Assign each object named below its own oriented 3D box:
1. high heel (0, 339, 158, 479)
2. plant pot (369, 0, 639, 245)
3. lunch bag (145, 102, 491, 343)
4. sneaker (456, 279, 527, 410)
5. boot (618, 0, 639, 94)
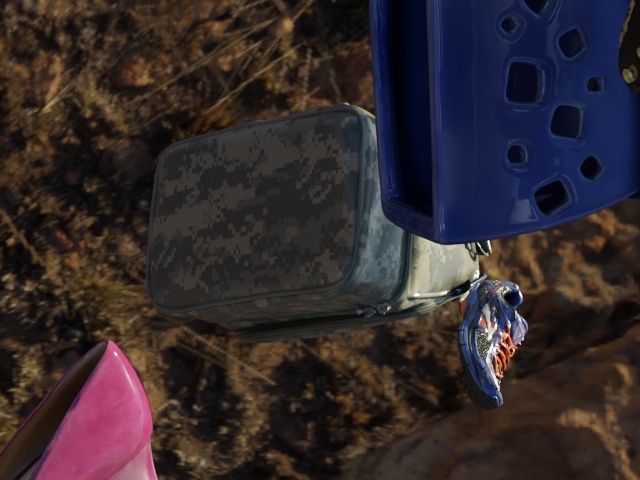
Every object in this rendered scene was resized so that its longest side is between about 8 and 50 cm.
[{"bbox_3d":[-0.199,0.151,0.576,0.244,0.082,0.117,-23,117,-26],"label":"high heel"},{"bbox_3d":[0.161,-0.129,0.803,0.212,0.236,0.236,-5,97,-6],"label":"plant pot"},{"bbox_3d":[0.000,0.000,1.143,0.256,0.305,0.213,21,64,-52],"label":"lunch bag"},{"bbox_3d":[0.222,0.122,1.339,0.221,0.087,0.083,-82,159,-46],"label":"sneaker"},{"bbox_3d":[0.207,-0.112,0.550,0.085,0.178,0.236,20,66,7],"label":"boot"}]
